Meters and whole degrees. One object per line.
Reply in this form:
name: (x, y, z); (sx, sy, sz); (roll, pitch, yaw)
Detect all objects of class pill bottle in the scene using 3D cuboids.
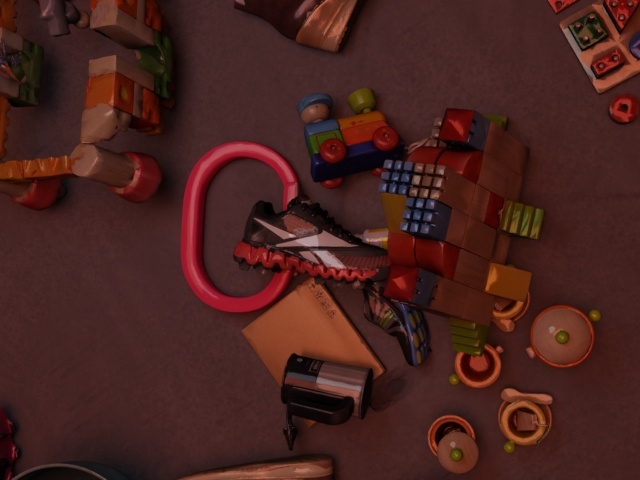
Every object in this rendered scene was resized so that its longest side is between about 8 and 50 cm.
pill bottle: (0.097, 0.001, 1.551); (0.083, 0.043, 0.043); (-5, 87, 13)

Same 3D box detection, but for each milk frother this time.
milk frother: (0.006, 0.270, 1.524); (0.134, 0.129, 0.143); (10, 135, 14)

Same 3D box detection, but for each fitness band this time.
fitness band: (-0.132, -0.023, 1.603); (0.208, 0.054, 0.291); (3, 88, 16)

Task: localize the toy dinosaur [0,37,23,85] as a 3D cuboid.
toy dinosaur: (-0.520, -0.283, 1.512); (0.082, 0.047, 0.090); (-10, 88, 42)

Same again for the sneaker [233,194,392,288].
sneaker: (0.000, 0.000, 1.488); (0.276, 0.097, 0.135); (10, 93, 16)

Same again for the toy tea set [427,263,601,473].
toy tea set: (0.288, 0.213, 1.457); (0.200, 0.124, 0.336); (21, 93, 13)

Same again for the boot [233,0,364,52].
boot: (-0.012, -0.454, 1.567); (0.206, 0.090, 0.248); (29, 98, 10)

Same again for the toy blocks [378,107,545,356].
toy blocks: (0.184, -0.039, 1.395); (0.190, 0.261, 0.382); (10, 84, 38)

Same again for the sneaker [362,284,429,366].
sneaker: (0.115, 0.120, 1.540); (0.078, 0.067, 0.188); (-34, 81, 29)

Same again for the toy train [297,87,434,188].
toy train: (0.091, -0.187, 1.544); (0.248, 0.105, 0.143); (-14, 66, -9)

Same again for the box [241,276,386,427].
box: (-0.013, 0.183, 1.580); (0.164, 0.021, 0.201); (-38, 81, 10)

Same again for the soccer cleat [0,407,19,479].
soccer cleat: (-0.615, 0.456, 1.661); (0.143, 0.116, 0.331); (-1, 88, 13)

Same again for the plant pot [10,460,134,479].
plant pot: (-0.383, 0.499, 1.565); (0.293, 0.196, 0.293); (-1, 87, 12)

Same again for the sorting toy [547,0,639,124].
sorting toy: (0.459, -0.328, 1.478); (0.132, 0.046, 0.275); (-28, 82, 10)

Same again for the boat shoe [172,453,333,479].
boat shoe: (-0.114, 0.413, 1.557); (0.285, 0.103, 0.092); (-9, 81, 7)

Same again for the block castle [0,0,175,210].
block castle: (-0.404, -0.287, 1.598); (0.302, 0.213, 0.454); (-3, 81, 25)
